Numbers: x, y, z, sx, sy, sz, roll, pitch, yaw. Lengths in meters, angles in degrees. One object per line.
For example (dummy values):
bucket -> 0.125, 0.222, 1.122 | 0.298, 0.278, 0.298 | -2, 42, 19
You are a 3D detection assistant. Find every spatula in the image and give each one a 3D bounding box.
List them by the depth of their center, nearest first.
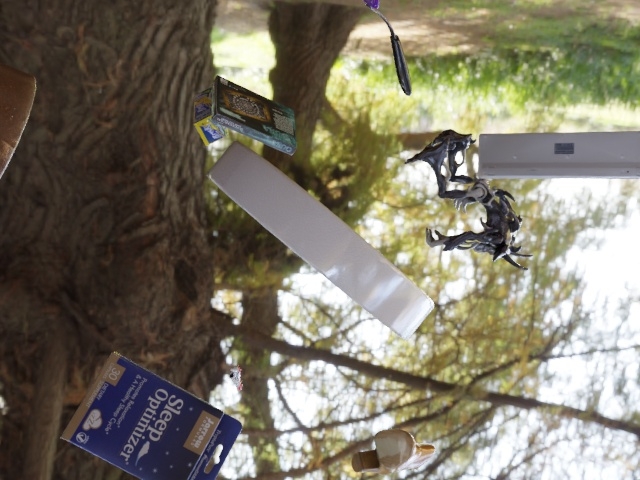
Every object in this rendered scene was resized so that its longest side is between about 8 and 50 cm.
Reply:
spatula -> 0.114, -0.367, 1.135 | 0.030, 0.296, 0.084 | -33, -137, 0

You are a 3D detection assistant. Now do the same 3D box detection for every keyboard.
keyboard -> 0.371, -0.130, 0.997 | 0.255, 0.072, 0.014 | 2, 171, 17

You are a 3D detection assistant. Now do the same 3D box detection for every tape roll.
tape roll -> 0.000, 0.000, 0.981 | 0.392, 0.072, 0.392 | 39, 180, 0

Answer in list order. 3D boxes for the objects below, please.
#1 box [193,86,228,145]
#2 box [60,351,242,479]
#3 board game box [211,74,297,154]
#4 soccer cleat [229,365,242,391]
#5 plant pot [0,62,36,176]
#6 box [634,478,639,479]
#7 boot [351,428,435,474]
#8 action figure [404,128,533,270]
box -> -0.238, -0.272, 1.419 | 0.054, 0.059, 0.169 | -23, -146, 6
box -> -0.239, 0.276, 0.955 | 0.225, 0.136, 0.036 | 30, 166, -6
board game box -> -0.135, -0.257, 1.347 | 0.186, 0.026, 0.126 | 20, -136, -28
soccer cleat -> -0.242, 0.393, 1.859 | 0.035, 0.083, 0.029 | -8, -157, -23
plant pot -> -0.484, -0.151, 0.739 | 0.230, 0.215, 0.215 | 29, 177, -37
box -> 0.376, 0.449, 0.829 | 0.293, 0.073, 0.295 | -12, -158, 2
boot -> 0.238, 0.578, 1.807 | 0.211, 0.104, 0.295 | 4, 150, -29
action figure -> 0.264, -0.057, 1.165 | 0.141, 0.276, 0.164 | -22, -164, 45
